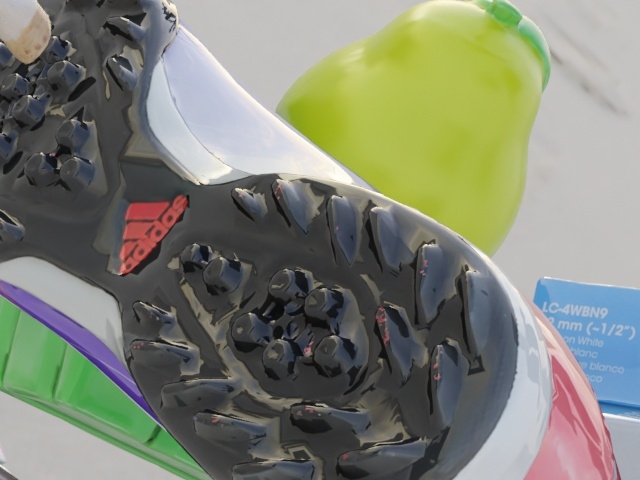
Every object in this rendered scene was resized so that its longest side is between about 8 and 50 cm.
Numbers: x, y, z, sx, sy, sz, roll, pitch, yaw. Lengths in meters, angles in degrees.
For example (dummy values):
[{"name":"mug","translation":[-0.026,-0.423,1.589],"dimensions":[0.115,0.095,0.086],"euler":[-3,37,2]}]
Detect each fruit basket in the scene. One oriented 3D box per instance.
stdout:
[{"name":"fruit basket","translation":[0.000,0.000,1.178],"dimensions":[0.392,0.392,0.283],"euler":[38,-16,-25]}]

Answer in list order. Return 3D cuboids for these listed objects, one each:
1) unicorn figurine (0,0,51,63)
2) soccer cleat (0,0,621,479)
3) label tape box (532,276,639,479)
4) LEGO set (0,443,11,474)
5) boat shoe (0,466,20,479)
[{"name":"unicorn figurine","translation":[-0.098,-0.061,0.281],"dimensions":[0.162,0.060,0.111],"euler":[-72,141,-63]},{"name":"soccer cleat","translation":[-0.031,0.007,0.529],"dimensions":[0.318,0.108,0.116],"euler":[37,-6,46]},{"name":"label tape box","translation":[0.153,0.163,0.867],"dimensions":[0.249,0.348,0.115],"euler":[6,-23,33]},{"name":"LEGO set","translation":[-0.334,0.133,1.245],"dimensions":[0.107,0.132,0.287],"euler":[54,-5,27]},{"name":"boat shoe","translation":[-0.207,0.112,0.736],"dimensions":[0.096,0.117,0.324],"euler":[13,-19,42]}]
